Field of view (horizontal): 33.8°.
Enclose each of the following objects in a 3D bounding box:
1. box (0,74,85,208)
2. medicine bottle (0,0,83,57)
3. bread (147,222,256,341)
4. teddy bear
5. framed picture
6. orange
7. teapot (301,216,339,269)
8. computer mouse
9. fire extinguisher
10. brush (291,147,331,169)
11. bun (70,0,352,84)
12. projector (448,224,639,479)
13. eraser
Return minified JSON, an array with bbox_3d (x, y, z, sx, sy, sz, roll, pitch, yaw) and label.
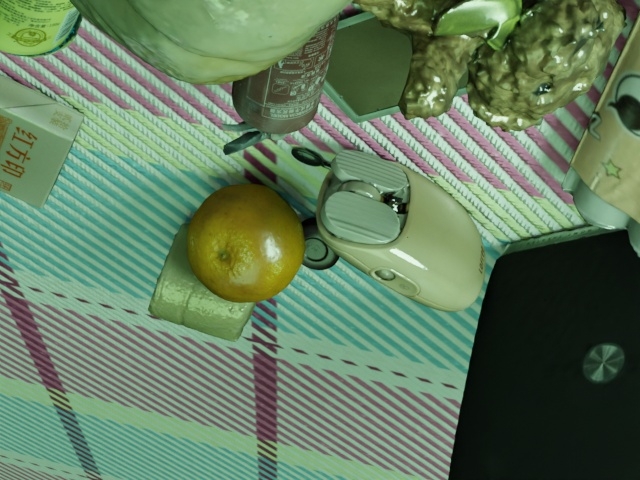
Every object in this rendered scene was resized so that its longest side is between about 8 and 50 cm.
[{"bbox_3d":[-0.491,-0.173,1.318,0.365,0.051,0.204,25,147,-15],"label":"box"},{"bbox_3d":[-0.258,-0.279,0.984,0.124,0.124,0.239,26,147,-16],"label":"medicine bottle"},{"bbox_3d":[-0.152,0.060,1.460,0.141,0.134,0.148,19,162,-5],"label":"bread"},{"bbox_3d":[0.133,-0.202,0.828,0.222,0.246,0.296,32,180,8],"label":"teddy bear"},{"bbox_3d":[0.070,-0.185,1.085,0.183,0.011,0.142,-11,140,38],"label":"framed picture"},{"bbox_3d":[-0.092,0.002,1.335,0.154,0.134,0.155,7,111,19],"label":"orange"},{"bbox_3d":[0.000,0.000,1.382,0.100,0.045,0.068,-23,112,23],"label":"teapot"},{"bbox_3d":[0.101,-0.010,1.222,0.236,0.145,0.082,32,140,-21],"label":"computer mouse"},{"bbox_3d":[-0.042,-0.184,1.035,0.104,0.105,0.269,16,145,-1],"label":"fire extinguisher"},{"bbox_3d":[0.003,-0.092,1.267,0.083,0.008,0.024,22,145,-10],"label":"brush"},{"bbox_3d":[-0.074,-0.285,0.658,0.219,0.365,0.365,13,154,-33],"label":"bun"},{"bbox_3d":[0.372,0.194,1.173,0.395,0.405,0.242,-14,138,39],"label":"projector"},{"bbox_3d":[0.345,-0.098,1.000,0.171,0.087,0.291,39,154,18],"label":"eraser"}]
